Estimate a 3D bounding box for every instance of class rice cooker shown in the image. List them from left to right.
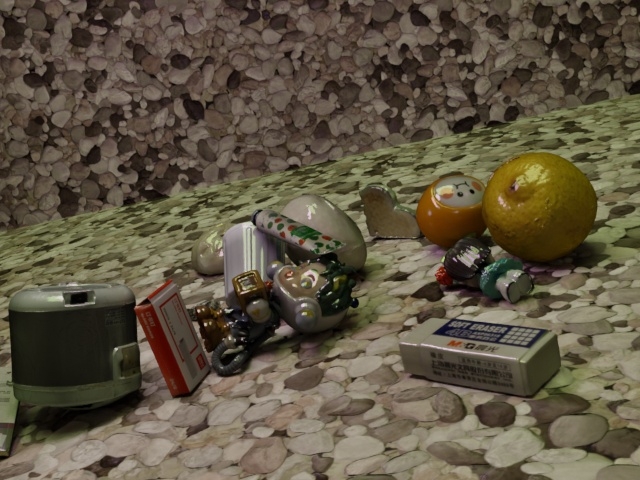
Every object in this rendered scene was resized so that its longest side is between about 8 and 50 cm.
[{"bbox_3d":[-0.533,0.232,1.828,0.289,0.276,0.288,-4,2,0],"label":"rice cooker"}]

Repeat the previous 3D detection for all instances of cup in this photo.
[{"bbox_3d":[-0.145,0.084,2.140,0.221,0.167,0.201,14,47,-21],"label":"cup"}]

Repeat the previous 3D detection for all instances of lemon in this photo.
[{"bbox_3d":[0.532,-0.081,2.033,0.293,0.292,0.293,-12,16,4],"label":"lemon"}]

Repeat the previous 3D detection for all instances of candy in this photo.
[{"bbox_3d":[0.000,0.000,2.255,0.185,0.295,0.295,-51,25,-7],"label":"candy"}]

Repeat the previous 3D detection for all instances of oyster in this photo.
[{"bbox_3d":[-0.329,0.195,2.237,0.100,0.037,0.098,-29,-10,23],"label":"oyster"}]

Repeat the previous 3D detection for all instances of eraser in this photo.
[{"bbox_3d":[0.296,0.214,1.571,0.279,0.081,0.124,3,23,43],"label":"eraser"}]

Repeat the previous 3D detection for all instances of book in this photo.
[{"bbox_3d":[-0.753,0.362,1.793,0.202,0.026,0.289,1,28,-11],"label":"book"}]

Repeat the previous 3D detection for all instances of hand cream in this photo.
[{"bbox_3d":[-0.064,-0.019,2.021,0.276,0.059,0.095,23,31,40],"label":"hand cream"}]

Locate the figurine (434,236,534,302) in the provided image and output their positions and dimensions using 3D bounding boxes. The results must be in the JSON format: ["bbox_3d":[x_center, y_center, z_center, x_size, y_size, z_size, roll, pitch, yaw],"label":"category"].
[{"bbox_3d":[0.377,0.076,1.940,0.138,0.110,0.245,-37,29,-14],"label":"figurine"}]

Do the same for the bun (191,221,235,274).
[{"bbox_3d":[-0.307,0.017,2.624,0.231,0.133,0.231,-12,14,3],"label":"bun"}]

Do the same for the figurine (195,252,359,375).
[{"bbox_3d":[-0.094,0.138,1.923,0.382,0.186,0.261,-14,47,-16],"label":"figurine"}]

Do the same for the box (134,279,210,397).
[{"bbox_3d":[-0.320,0.210,1.809,0.050,0.229,0.123,-16,12,20],"label":"box"}]

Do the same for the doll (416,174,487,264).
[{"bbox_3d":[0.376,-0.052,2.263,0.214,0.213,0.236,-17,59,-11],"label":"doll"}]

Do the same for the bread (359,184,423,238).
[{"bbox_3d":[0.207,-0.067,2.507,0.232,0.172,0.064,40,38,13],"label":"bread"}]

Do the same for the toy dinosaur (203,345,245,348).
[{"bbox_3d":[-0.196,0.234,1.985,0.181,0.037,0.058,-6,2,3],"label":"toy dinosaur"}]
